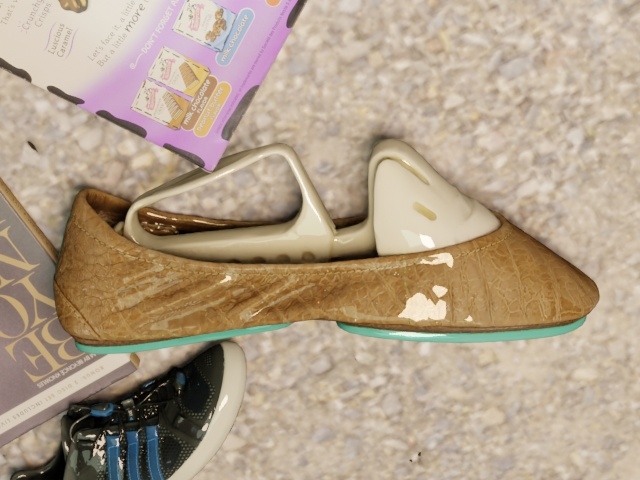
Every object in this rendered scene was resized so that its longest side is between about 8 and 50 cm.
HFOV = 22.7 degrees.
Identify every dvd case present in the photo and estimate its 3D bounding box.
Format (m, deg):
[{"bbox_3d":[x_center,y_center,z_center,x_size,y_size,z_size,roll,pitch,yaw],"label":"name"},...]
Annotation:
[{"bbox_3d":[-0.248,0.039,1.050,0.165,0.018,0.221,-30,111,13],"label":"dvd case"}]

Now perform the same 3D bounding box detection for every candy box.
[{"bbox_3d":[-0.111,-0.160,0.928,0.196,0.070,0.164,27,113,-12],"label":"candy box"}]

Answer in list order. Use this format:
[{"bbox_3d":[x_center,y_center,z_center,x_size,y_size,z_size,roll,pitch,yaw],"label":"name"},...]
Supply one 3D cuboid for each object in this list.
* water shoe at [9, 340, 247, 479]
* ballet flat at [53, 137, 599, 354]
[{"bbox_3d":[-0.131,0.135,1.057,0.080,0.073,0.203,33,112,-26],"label":"water shoe"},{"bbox_3d":[0.000,0.000,0.989,0.343,0.116,0.124,-1,107,7],"label":"ballet flat"}]
